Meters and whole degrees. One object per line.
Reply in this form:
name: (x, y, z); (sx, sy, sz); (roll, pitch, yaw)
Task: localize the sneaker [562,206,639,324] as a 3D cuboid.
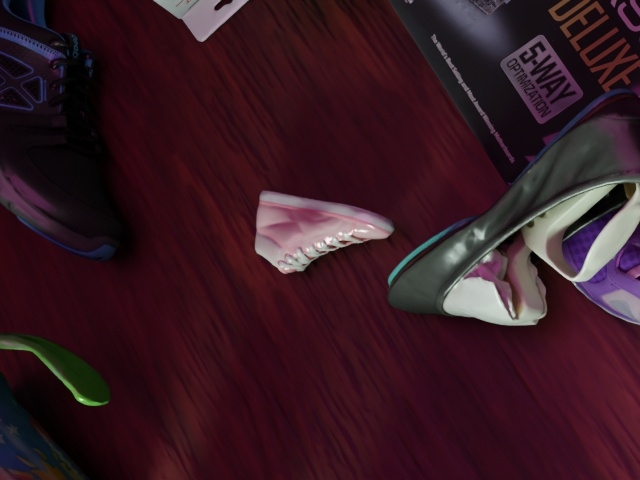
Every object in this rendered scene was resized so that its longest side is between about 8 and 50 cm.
sneaker: (0.272, 0.038, 0.848); (0.236, 0.104, 0.095); (36, 97, 29)

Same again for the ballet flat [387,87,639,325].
ballet flat: (0.153, 0.003, 0.870); (0.280, 0.095, 0.096); (-45, 56, 38)

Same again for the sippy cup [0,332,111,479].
sippy cup: (-0.298, 0.250, 1.006); (0.224, 0.240, 0.305); (34, 133, 16)

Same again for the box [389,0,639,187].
box: (0.189, -0.220, 0.956); (0.242, 0.076, 0.307); (-34, 67, 15)

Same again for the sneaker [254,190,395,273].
sneaker: (0.000, 0.000, 1.010); (0.134, 0.051, 0.070); (11, 85, 29)

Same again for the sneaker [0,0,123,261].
sneaker: (-0.275, -0.130, 1.120); (0.140, 0.125, 0.341); (-39, 68, 7)

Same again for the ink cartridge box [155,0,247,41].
ink cartridge box: (-0.139, -0.295, 1.128); (0.104, 0.060, 0.180); (-41, 66, 11)
